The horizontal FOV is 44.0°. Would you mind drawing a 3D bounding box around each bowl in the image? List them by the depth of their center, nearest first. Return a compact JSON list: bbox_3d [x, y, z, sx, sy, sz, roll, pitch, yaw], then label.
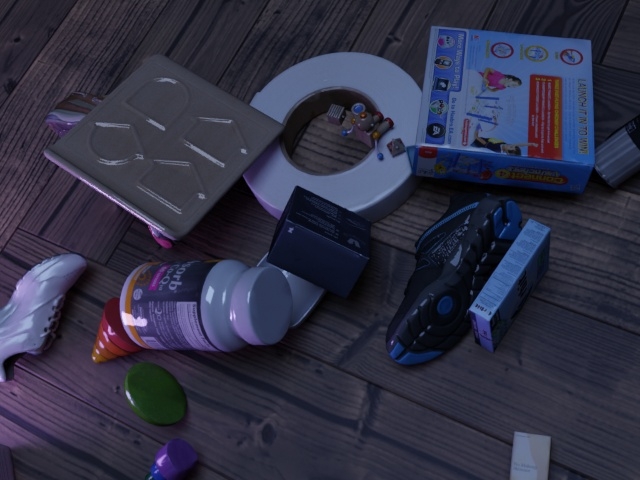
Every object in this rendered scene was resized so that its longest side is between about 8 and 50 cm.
[{"bbox_3d":[-0.058,0.087,1.459,0.142,0.053,0.142,31,75,25],"label":"bowl"}]

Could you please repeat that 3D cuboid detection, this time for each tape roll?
[{"bbox_3d":[0.026,-0.201,1.571,0.391,0.072,0.392,-6,64,12],"label":"tape roll"}]

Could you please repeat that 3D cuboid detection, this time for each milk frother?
[{"bbox_3d":[0.571,-0.145,1.387,0.134,0.129,0.143,-40,88,33],"label":"milk frother"}]

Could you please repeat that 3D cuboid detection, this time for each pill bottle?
[{"bbox_3d":[-0.199,0.113,1.384,0.278,0.162,0.162,-3,62,30],"label":"pill bottle"}]

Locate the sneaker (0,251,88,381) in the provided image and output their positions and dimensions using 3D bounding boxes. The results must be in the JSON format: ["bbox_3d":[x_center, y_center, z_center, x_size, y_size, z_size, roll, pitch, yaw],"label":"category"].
[{"bbox_3d":[-0.557,0.149,1.550,0.129,0.111,0.297,40,83,12],"label":"sneaker"}]

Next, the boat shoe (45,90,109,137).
[{"bbox_3d":[-0.439,-0.261,1.700,0.324,0.123,0.117,15,67,20],"label":"boat shoe"}]

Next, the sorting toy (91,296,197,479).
[{"bbox_3d":[-0.335,0.283,1.426,0.126,0.127,0.366,-42,58,23],"label":"sorting toy"}]

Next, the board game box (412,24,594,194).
[{"bbox_3d":[0.334,-0.244,1.446,0.301,0.086,0.308,8,57,7],"label":"board game box"}]

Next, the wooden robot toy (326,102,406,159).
[{"bbox_3d":[0.085,-0.224,1.480,0.173,0.079,0.076,37,78,27],"label":"wooden robot toy"}]

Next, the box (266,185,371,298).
[{"bbox_3d":[0.000,0.000,1.390,0.155,0.158,0.093,26,115,-7],"label":"box"}]

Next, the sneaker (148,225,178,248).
[{"bbox_3d":[-0.264,-0.125,1.583,0.111,0.121,0.299,8,66,16],"label":"sneaker"}]

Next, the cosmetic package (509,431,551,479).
[{"bbox_3d":[0.324,0.359,1.226,0.060,0.041,0.115,3,65,17],"label":"cosmetic package"}]

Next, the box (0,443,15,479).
[{"bbox_3d":[-0.641,0.466,1.389,0.180,0.119,0.182,-25,60,2],"label":"box"}]

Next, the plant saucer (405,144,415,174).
[{"bbox_3d":[0.254,-0.155,1.452,0.191,0.018,0.067,-8,57,-4],"label":"plant saucer"}]

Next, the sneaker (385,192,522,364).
[{"bbox_3d":[0.214,0.063,1.382,0.341,0.125,0.139,-53,36,-10],"label":"sneaker"}]

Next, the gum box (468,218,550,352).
[{"bbox_3d":[0.314,0.078,1.304,0.041,0.157,0.184,31,75,26],"label":"gum box"}]

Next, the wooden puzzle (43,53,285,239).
[{"bbox_3d":[-0.290,-0.178,1.515,0.322,0.081,0.348,32,58,14],"label":"wooden puzzle"}]
